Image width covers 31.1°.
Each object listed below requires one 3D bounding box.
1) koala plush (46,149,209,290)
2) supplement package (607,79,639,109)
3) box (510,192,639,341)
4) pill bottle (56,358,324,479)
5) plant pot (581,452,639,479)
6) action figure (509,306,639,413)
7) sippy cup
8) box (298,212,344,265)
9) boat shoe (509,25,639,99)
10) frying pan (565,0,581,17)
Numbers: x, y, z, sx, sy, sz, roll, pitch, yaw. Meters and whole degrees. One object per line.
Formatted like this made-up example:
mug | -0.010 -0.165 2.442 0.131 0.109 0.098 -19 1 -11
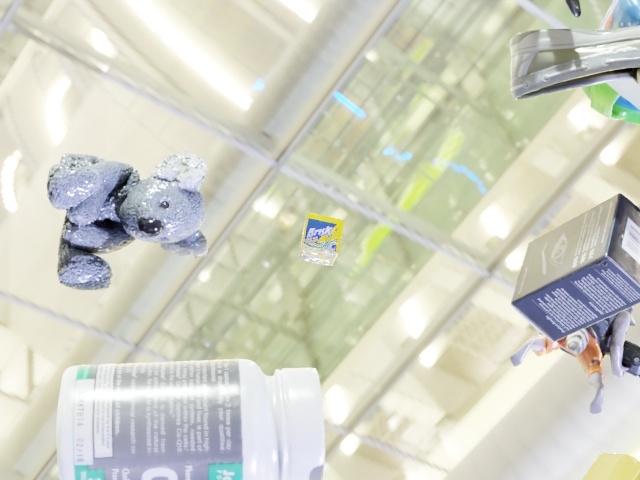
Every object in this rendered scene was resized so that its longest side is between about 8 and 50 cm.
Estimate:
koala plush | -0.274 -0.049 1.707 0.221 0.196 0.203 -3 -158 -1
supplement package | 0.613 -0.267 1.867 0.194 0.203 0.149 45 -164 23
box | 0.424 0.045 1.835 0.108 0.207 0.153 40 -133 -16
pill bottle | -0.181 0.272 1.633 0.361 0.204 0.204 -2 -149 -5
plant pot | 0.391 0.324 1.473 0.081 0.083 0.081 49 -120 -6
action figure | 0.589 0.208 2.366 0.341 0.179 0.330 21 -141 22
sippy cup | 0.613 -0.372 2.121 0.240 0.224 0.306 5 -126 1
box | 0.000 0.000 1.777 0.059 0.054 0.169 11 171 -1
boat shoe | 0.450 -0.266 1.755 0.320 0.103 0.118 1 176 5
frying pan | 0.333 -0.504 1.739 0.197 0.053 0.326 -42 -73 -46
